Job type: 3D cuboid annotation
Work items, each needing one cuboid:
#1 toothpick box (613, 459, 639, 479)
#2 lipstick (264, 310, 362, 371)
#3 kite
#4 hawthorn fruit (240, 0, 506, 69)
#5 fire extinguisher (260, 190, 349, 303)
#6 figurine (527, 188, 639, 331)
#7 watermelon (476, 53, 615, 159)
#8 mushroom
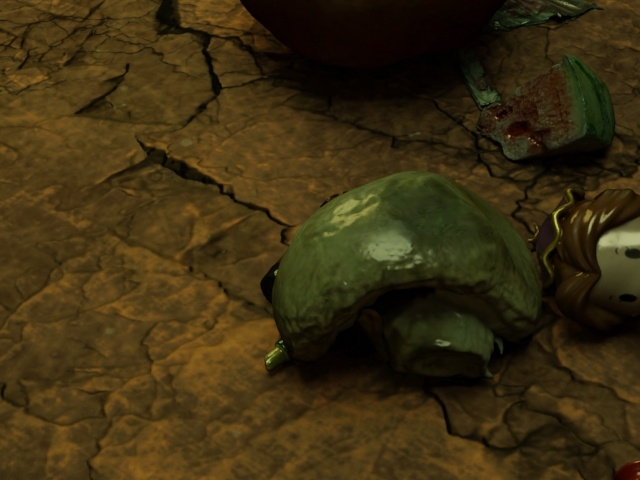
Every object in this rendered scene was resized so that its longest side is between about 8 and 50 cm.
[{"bbox_3d":[0.283,0.233,1.116,0.047,0.047,0.083,-4,44,-1],"label":"toothpick box"},{"bbox_3d":[-0.013,0.092,1.284,0.116,0.037,0.037,-35,53,-21],"label":"lipstick"},{"bbox_3d":[0.161,-0.287,1.663,0.405,0.014,0.368,-12,45,-8],"label":"kite"},{"bbox_3d":[0.063,-0.415,1.523,0.402,0.403,0.403,-2,45,2],"label":"hawthorn fruit"},{"bbox_3d":[0.000,0.000,1.365,0.062,0.050,0.177,-16,27,46],"label":"fire extinguisher"},{"bbox_3d":[0.332,0.023,1.262,0.263,0.142,0.189,8,14,13],"label":"figurine"},{"bbox_3d":[0.256,-0.140,1.451,0.158,0.121,0.098,-4,67,5],"label":"watermelon"},{"bbox_3d":[0.094,0.016,1.229,0.266,0.164,0.190,7,51,-9],"label":"mushroom"}]
